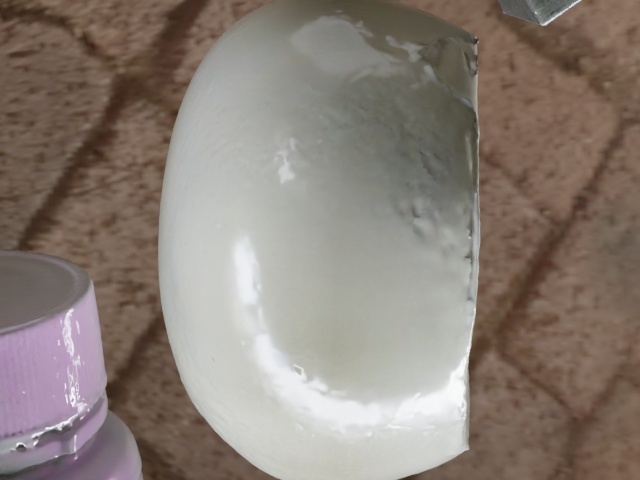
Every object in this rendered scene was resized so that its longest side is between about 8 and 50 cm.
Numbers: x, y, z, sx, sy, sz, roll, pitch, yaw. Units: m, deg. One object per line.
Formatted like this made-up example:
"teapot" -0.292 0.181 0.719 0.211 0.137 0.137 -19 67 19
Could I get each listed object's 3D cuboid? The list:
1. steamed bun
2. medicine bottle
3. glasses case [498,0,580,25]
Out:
"steamed bun" 0.000 0.000 1.134 0.206 0.324 0.324 2 91 3
"medicine bottle" -0.268 0.191 1.359 0.256 0.256 0.324 -13 111 -24
"glasses case" 0.212 -0.226 1.197 0.205 0.071 0.047 -35 110 -5
